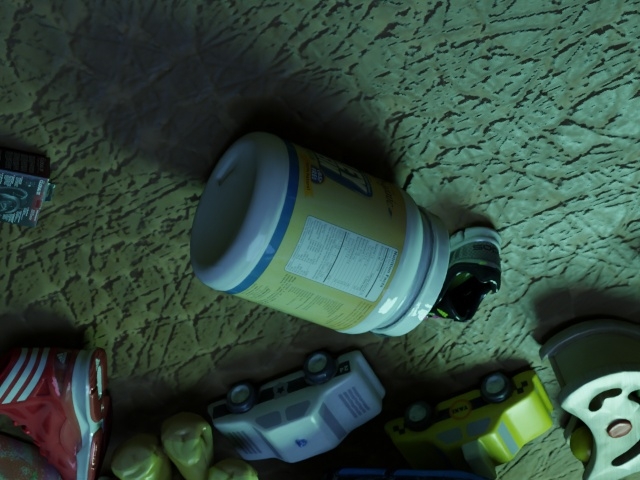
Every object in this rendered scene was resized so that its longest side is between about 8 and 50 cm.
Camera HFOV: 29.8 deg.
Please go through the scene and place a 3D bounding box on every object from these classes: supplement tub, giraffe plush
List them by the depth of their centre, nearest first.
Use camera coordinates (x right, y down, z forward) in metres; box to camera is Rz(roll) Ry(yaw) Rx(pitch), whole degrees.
[{"bbox_3d":[0.000,0.000,1.075,0.200,0.144,0.144,21,127,-27],"label":"supplement tub"},{"bbox_3d":[-0.140,0.303,1.345,0.181,0.210,0.170,-29,174,0],"label":"giraffe plush"}]

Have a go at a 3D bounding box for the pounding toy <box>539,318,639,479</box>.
[{"bbox_3d":[0.327,0.187,1.299,0.154,0.155,0.269,-7,135,-9],"label":"pounding toy"}]

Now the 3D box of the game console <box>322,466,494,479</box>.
[{"bbox_3d":[0.107,0.360,1.357,0.250,0.173,0.293,-5,161,30],"label":"game console"}]

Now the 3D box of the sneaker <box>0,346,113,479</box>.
[{"bbox_3d":[-0.292,0.184,1.271,0.128,0.087,0.221,10,128,0],"label":"sneaker"}]

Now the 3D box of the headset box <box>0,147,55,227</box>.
[{"bbox_3d":[-0.278,-0.048,1.062,0.083,0.032,0.062,10,132,-19],"label":"headset box"}]

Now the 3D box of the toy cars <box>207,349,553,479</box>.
[{"bbox_3d":[0.075,0.211,1.332,0.394,0.087,0.176,8,132,-16],"label":"toy cars"}]

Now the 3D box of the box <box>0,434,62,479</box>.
[{"bbox_3d":[-0.358,0.368,1.267,0.142,0.300,0.154,25,124,-27],"label":"box"}]

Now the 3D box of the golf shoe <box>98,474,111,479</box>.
[{"bbox_3d":[-0.236,0.362,1.390,0.069,0.086,0.176,-9,109,-4],"label":"golf shoe"}]

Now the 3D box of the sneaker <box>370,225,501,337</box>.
[{"bbox_3d":[0.113,0.056,1.195,0.170,0.074,0.063,-34,129,23],"label":"sneaker"}]
